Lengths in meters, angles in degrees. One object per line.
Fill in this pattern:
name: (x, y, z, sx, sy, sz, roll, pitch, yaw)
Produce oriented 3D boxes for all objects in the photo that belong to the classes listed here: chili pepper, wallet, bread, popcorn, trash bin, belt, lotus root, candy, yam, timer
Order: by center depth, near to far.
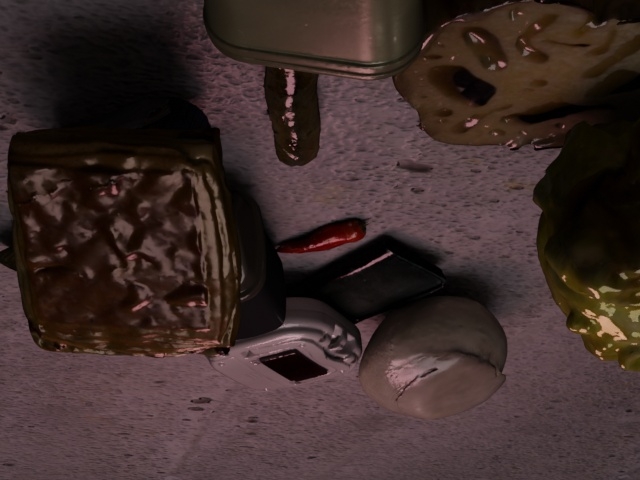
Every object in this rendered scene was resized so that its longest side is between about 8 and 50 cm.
trash bin: (-0.014, -0.290, 1.198, 0.243, 0.121, 0.247, 9, 150, 10)
bread: (-0.221, -0.013, 1.420, 0.277, 0.167, 0.324, 3, 128, 7)
lotus root: (0.255, -0.219, 1.421, 0.390, 0.111, 0.375, 10, 150, -32)
popcorn: (0.413, 0.006, 1.460, 0.312, 0.312, 0.312, -4, 152, -2)
yam: (-0.034, -0.190, 1.469, 0.067, 0.071, 0.317, 29, 157, 16)
belt: (-0.251, -0.105, 1.539, 0.230, 0.126, 0.140, -17, 122, 21)
trash bin: (-0.166, 0.043, 1.774, 0.209, 0.182, 0.290, -10, 157, 9)
chili pepper: (0.000, 0.000, 1.871, 0.178, 0.027, 0.045, -13, 152, 19)
wallet: (0.052, 0.088, 2.026, 0.172, 0.045, 0.318, 25, 141, -38)
timer: (-0.064, 0.185, 2.057, 0.237, 0.087, 0.262, -15, 153, 21)
candy: (0.194, 0.199, 2.108, 0.295, 0.185, 0.295, -9, 145, -7)

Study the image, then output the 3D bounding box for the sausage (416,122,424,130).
sausage: (0.179, -0.155, 1.619, 0.100, 0.015, 0.015, -1, 152, -7)

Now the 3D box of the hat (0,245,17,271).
hat: (-0.415, 0.012, 1.803, 0.146, 0.067, 0.146, 18, -172, -3)
